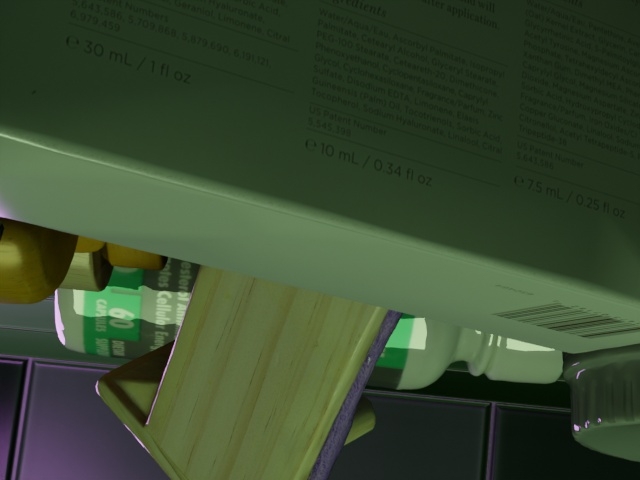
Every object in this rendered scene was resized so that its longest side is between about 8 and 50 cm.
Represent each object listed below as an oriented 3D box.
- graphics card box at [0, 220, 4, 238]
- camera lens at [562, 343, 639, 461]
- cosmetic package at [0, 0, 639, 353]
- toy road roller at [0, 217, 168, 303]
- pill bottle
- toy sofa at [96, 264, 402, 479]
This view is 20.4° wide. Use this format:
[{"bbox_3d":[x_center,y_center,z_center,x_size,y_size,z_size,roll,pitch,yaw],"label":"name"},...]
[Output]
[{"bbox_3d":[-0.289,-0.009,0.483,0.371,0.094,0.233,7,168,46],"label":"graphics card box"},{"bbox_3d":[0.242,-0.022,0.955,0.219,0.274,0.219,5,166,1],"label":"camera lens"},{"bbox_3d":[-0.021,-0.137,0.590,0.377,0.284,0.097,15,164,-31],"label":"cosmetic package"},{"bbox_3d":[-0.200,-0.042,1.009,0.203,0.240,0.329,6,144,3],"label":"toy road roller"},{"bbox_3d":[0.000,0.000,1.295,0.361,0.204,0.204,6,166,-1],"label":"pill bottle"},{"bbox_3d":[0.010,0.013,1.013,0.150,0.177,0.362,-26,150,-38],"label":"toy sofa"}]
